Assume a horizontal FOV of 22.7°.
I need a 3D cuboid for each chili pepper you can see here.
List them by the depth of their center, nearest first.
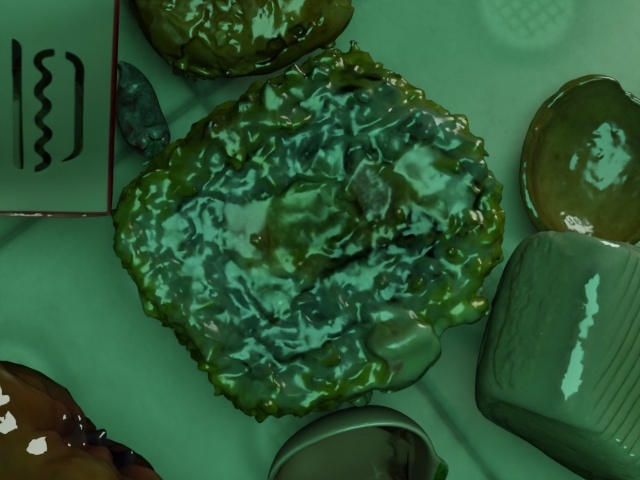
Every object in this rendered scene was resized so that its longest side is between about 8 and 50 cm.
[{"bbox_3d":[-0.201,-0.140,1.780,0.050,0.041,0.153,5,43,-32],"label":"chili pepper"}]

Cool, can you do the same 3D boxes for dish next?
[{"bbox_3d":[0.042,0.261,1.735,0.213,0.090,0.213,-3,118,-5],"label":"dish"}]

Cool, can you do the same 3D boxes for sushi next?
[{"bbox_3d":[0.000,0.000,1.710,0.396,0.240,0.351,-35,90,-7],"label":"sushi"}]

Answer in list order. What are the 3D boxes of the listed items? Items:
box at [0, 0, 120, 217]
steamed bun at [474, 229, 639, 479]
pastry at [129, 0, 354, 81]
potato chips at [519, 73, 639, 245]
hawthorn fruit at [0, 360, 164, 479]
[{"bbox_3d":[-0.354,-0.226,1.595,0.300,0.314,0.312,1,44,-9],"label":"box"},{"bbox_3d":[0.318,0.141,1.726,0.383,0.236,0.247,28,79,-34],"label":"steamed bun"},{"bbox_3d":[-0.089,-0.320,1.768,0.255,0.162,0.311,0,79,3],"label":"pastry"},{"bbox_3d":[0.309,-0.084,1.845,0.195,0.062,0.208,-10,84,-14],"label":"potato chips"},{"bbox_3d":[-0.352,0.339,1.536,0.471,0.472,0.472,1,84,-7],"label":"hawthorn fruit"}]
